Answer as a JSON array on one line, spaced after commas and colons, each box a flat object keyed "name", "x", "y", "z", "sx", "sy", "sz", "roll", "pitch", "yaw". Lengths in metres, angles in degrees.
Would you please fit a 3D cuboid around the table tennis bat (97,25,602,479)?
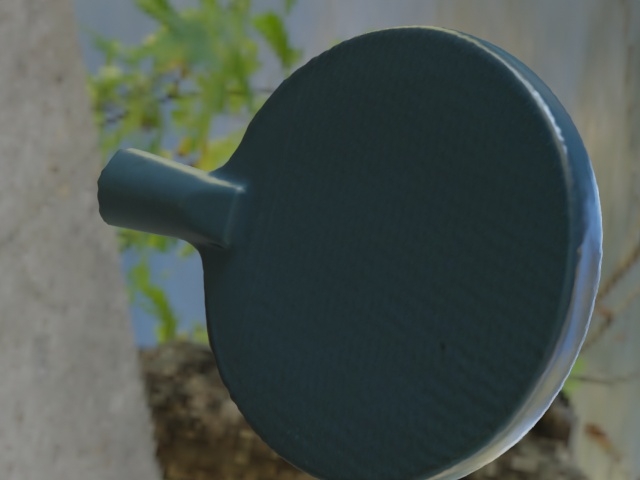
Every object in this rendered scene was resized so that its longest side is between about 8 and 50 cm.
[{"name": "table tennis bat", "x": 0.000, "y": 0.000, "z": 0.417, "sx": 0.019, "sy": 0.155, "sz": 0.100, "roll": 12, "pitch": 90, "yaw": -43}]
